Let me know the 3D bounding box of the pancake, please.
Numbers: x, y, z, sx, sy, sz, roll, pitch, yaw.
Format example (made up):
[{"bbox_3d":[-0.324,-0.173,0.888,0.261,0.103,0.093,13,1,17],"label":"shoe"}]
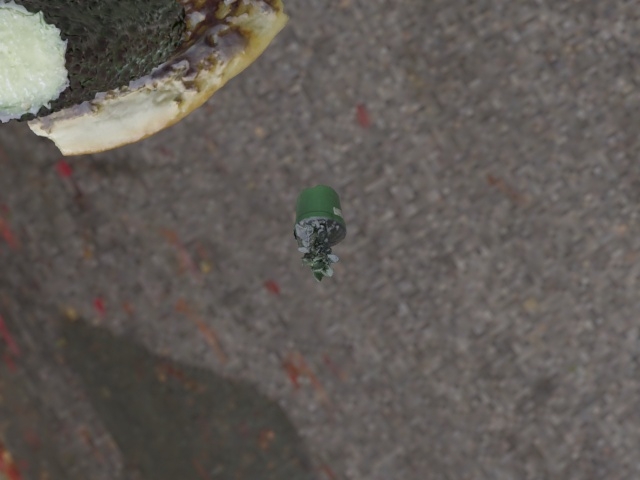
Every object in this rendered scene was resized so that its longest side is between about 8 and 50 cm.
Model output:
[{"bbox_3d":[-0.189,-0.201,1.739,0.244,0.266,0.057,45,168,32],"label":"pancake"}]

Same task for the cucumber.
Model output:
[{"bbox_3d":[-0.188,-0.163,1.467,0.096,0.096,0.359,61,-164,-3],"label":"cucumber"}]

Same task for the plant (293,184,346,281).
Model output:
[{"bbox_3d":[0.000,0.000,1.639,0.051,0.051,0.102,100,171,-51],"label":"plant"}]
